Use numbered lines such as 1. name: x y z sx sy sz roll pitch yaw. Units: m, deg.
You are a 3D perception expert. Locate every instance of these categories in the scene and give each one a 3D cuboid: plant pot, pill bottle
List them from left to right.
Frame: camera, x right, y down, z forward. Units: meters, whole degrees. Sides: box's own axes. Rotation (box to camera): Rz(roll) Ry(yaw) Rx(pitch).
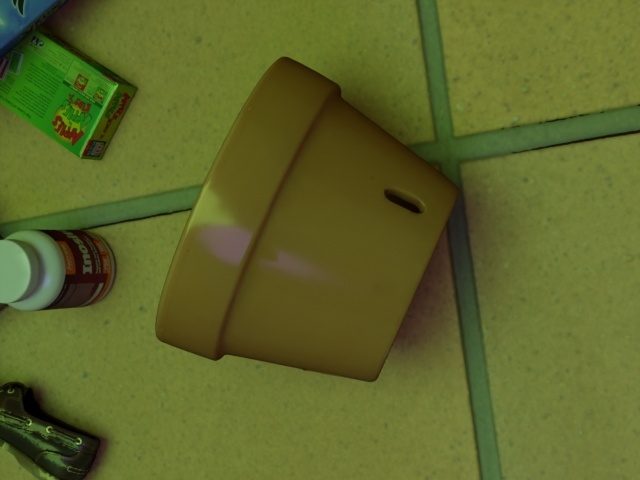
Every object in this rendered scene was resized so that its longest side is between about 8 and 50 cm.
1. pill bottle: -0.288 0.031 1.500 0.086 0.152 0.086 0 91 22
2. plant pot: 0.000 0.000 1.332 0.203 0.291 0.291 23 99 4

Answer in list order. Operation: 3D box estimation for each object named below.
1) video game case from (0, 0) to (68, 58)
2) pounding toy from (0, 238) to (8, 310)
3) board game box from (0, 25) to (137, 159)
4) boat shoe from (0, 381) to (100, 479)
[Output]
1. video game case: -0.380 -0.318 1.499 0.269 0.061 0.244 -42 96 -4
2. pounding toy: -0.432 0.080 1.585 0.206 0.094 0.181 -35 82 10
3. board game box: -0.297 -0.173 1.561 0.181 0.043 0.092 33 103 19
4. boat shoe: -0.332 0.193 1.566 0.207 0.073 0.073 30 100 12
